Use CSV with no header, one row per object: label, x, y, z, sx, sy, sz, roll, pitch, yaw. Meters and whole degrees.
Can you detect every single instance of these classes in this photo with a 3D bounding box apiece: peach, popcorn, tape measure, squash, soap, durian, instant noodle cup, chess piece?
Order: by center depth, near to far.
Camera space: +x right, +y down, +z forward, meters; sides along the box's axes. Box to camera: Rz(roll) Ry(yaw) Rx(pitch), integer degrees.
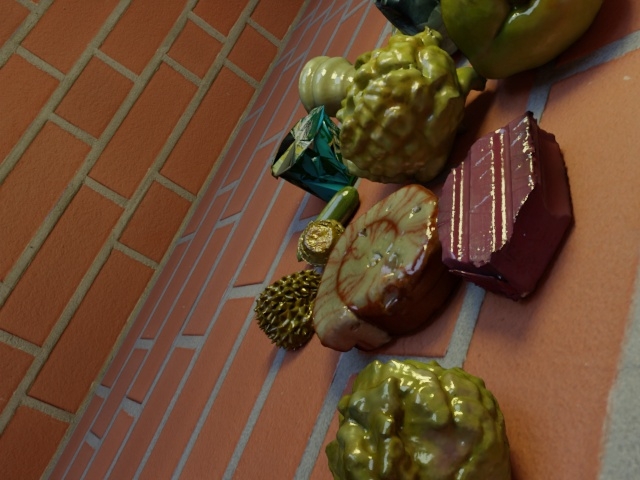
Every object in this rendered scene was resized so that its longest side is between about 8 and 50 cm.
popcorn,0.114,0.261,0.702,0.259,0.212,0.259,-50,16,20
soap,0.279,-0.043,0.880,0.182,0.112,0.289,-35,31,43
peach,0.363,-0.474,1.066,0.314,0.282,0.315,-44,16,41
popcorn,0.168,-0.280,1.197,0.279,0.275,0.335,-24,-47,-59
durian,-0.071,0.162,1.326,0.183,0.165,0.132,-20,5,21
tape measure,0.261,-0.572,1.431,0.147,0.256,0.275,-53,-3,13
squash,0.017,-0.037,1.453,0.238,0.069,0.069,-53,23,8
chess piece,0.119,-0.415,1.554,0.331,0.182,0.182,12,69,39
instant noodle cup,-0.001,-0.226,1.592,0.240,0.178,0.240,-44,26,28

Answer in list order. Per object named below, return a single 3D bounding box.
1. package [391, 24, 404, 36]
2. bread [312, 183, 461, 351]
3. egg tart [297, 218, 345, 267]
package,0.278,-0.670,1.730,0.168,0.090,0.226,-34,34,46
bread,0.124,0.045,1.073,0.328,0.114,0.295,-41,26,34
egg tart,0.000,0.000,1.386,0.131,0.052,0.130,-7,70,20
